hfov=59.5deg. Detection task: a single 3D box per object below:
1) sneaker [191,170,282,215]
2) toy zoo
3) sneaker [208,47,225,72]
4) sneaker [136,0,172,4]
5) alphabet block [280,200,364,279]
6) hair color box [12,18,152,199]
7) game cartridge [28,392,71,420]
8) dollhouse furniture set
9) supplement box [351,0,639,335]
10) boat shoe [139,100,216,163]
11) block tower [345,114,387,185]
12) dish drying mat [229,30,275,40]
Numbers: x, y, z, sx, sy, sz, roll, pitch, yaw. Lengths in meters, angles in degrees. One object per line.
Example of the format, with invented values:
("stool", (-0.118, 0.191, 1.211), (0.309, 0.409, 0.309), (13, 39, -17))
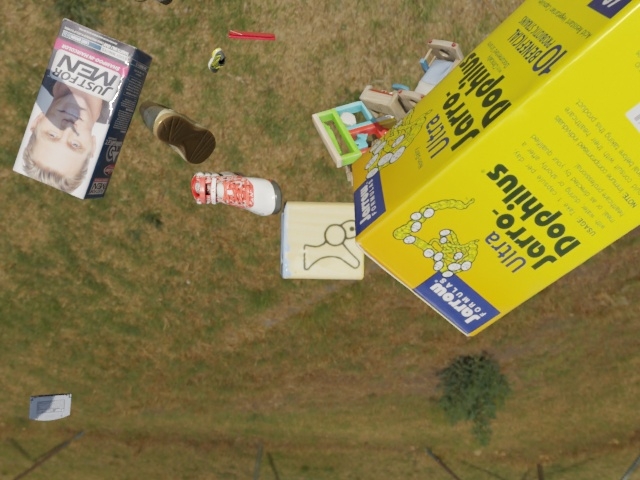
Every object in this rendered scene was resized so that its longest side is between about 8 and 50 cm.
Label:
("sneaker", (-0.211, -0.111, 1.333), (0.144, 0.270, 0.090), (-6, 108, -33))
("toy zoo", (0.146, -0.312, 1.531), (0.293, 0.192, 0.030), (-18, 146, -11))
("sneaker", (-0.267, -0.460, 1.455), (0.035, 0.031, 0.083), (53, 152, 10))
("sneaker", (-0.366, -0.578, 1.289), (0.064, 0.192, 0.086), (11, 142, 13))
("alphabet block", (0.000, 0.000, 1.415), (0.196, 0.193, 0.193), (2, -178, -6))
("hair color box", (-0.523, -0.283, 1.241), (0.173, 0.105, 0.348), (22, 97, 1))
("game cartridge", (-0.599, 0.369, 1.242), (0.083, 0.056, 0.017), (5, 178, -31))
("dollhouse furniture set", (0.182, -0.313, 1.116), (0.183, 0.129, 0.129), (26, 171, 37))
("supplement box", (0.224, -0.099, 0.609), (0.195, 0.194, 0.356), (38, 117, -21))
("boat shoe", (-0.386, -0.297, 1.534), (0.098, 0.302, 0.109), (41, 94, 17))
("block tower", (0.194, -0.285, 1.742), (0.097, 0.091, 0.335), (2, 151, -24))
("dish drying mat", (-0.124, -0.372, 1.016), (0.083, 0.032, 0.008), (0, 125, -9))
